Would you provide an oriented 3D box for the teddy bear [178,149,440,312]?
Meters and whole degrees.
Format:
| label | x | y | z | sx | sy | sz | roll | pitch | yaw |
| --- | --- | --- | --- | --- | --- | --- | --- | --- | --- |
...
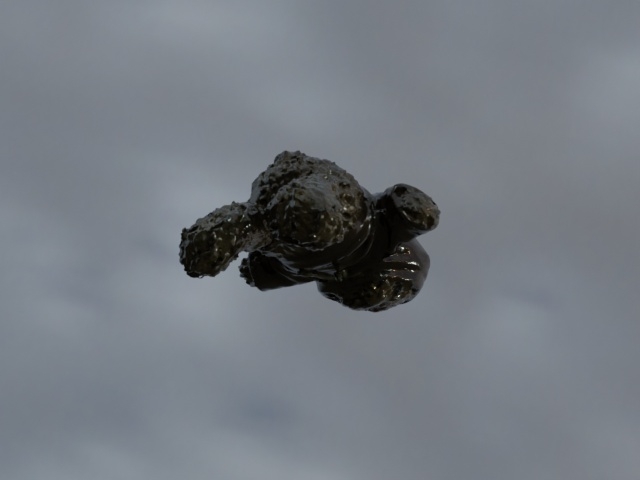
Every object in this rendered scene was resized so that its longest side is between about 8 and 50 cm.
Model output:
| label | x | y | z | sx | sy | sz | roll | pitch | yaw |
| --- | --- | --- | --- | --- | --- | --- | --- | --- | --- |
| teddy bear | -0.002 | -0.009 | 0.938 | 0.119 | 0.078 | 0.160 | -19 | -22 | 25 |
